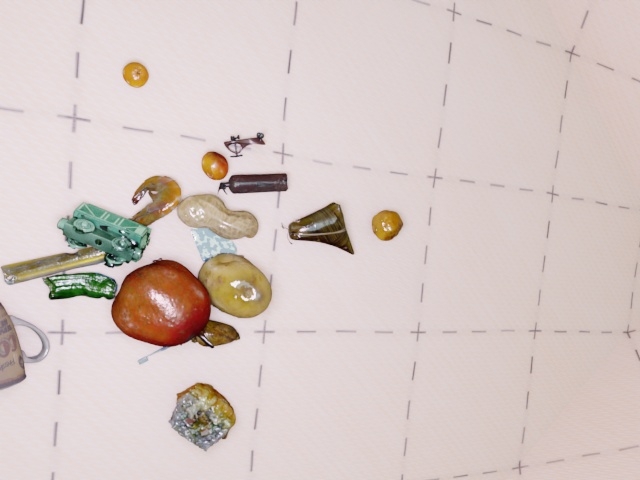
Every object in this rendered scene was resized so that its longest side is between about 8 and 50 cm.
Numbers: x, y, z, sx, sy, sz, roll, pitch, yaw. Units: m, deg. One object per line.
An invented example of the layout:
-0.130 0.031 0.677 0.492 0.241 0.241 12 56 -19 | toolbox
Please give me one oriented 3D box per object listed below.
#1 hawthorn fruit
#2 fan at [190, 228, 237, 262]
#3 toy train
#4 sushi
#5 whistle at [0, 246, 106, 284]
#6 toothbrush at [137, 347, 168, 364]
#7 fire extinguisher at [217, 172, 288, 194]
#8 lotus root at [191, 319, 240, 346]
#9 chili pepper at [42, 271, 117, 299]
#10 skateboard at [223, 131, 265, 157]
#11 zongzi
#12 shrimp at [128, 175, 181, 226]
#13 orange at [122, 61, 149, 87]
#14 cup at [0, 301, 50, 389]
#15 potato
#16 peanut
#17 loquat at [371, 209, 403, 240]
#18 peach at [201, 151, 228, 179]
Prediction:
-0.495 0.239 1.498 0.369 0.285 0.284 40 80 -2 | hawthorn fruit
-0.386 0.037 1.680 0.131 0.009 0.240 -40 108 -12 | fan
-0.696 -0.012 1.455 0.269 0.154 0.115 23 115 -10 | toy train
-0.422 0.650 1.651 0.274 0.139 0.184 45 81 -13 | sushi
-0.853 0.076 1.476 0.326 0.057 0.068 -15 100 -19 | whistle
-0.557 0.391 1.642 0.219 0.016 0.019 -27 105 -17 | toothbrush
-0.252 -0.205 1.671 0.268 0.089 0.072 -5 141 -21 | fire extinguisher
-0.378 0.342 1.670 0.191 0.108 0.094 8 128 -32 | lotus root
-0.799 0.152 1.503 0.224 0.061 0.098 6 98 -20 | chili pepper
-0.279 -0.353 1.667 0.151 0.067 0.080 -10 109 -15 | skateboard
0.000 0.000 1.783 0.248 0.111 0.241 -24 109 -13 | zongzi
-0.591 -0.123 1.552 0.249 0.068 0.150 -44 78 -7 | shrimp
-0.617 -0.553 1.505 0.083 0.070 0.083 -2 95 -26 | orange
-0.996 0.314 1.376 0.301 0.227 0.257 -4 92 -50 | cup
-0.288 0.173 1.621 0.242 0.242 0.285 -42 107 -13 | potato
-0.363 -0.084 1.622 0.298 0.120 0.136 21 92 -24 | peanut
0.280 -0.066 1.884 0.137 0.113 0.137 9 66 -22 | loquat
-0.376 -0.269 1.609 0.101 0.101 0.100 -2 96 -21 | peach
